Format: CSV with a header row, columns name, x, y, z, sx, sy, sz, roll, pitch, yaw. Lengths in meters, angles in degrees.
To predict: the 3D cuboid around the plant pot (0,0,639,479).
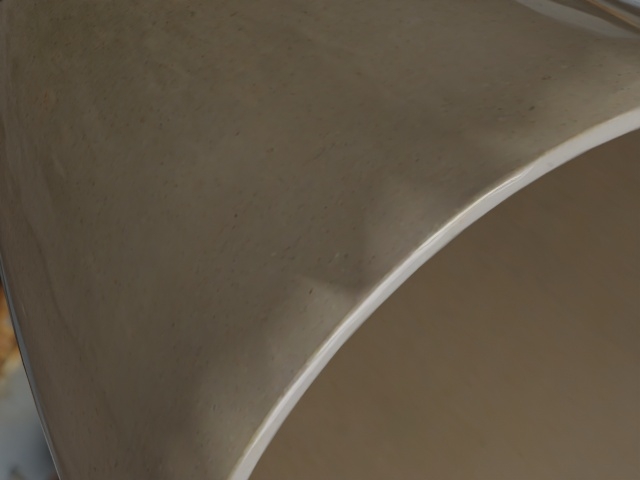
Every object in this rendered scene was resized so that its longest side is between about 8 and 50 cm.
name,x,y,z,sx,sy,sz,roll,pitch,yaw
plant pot,0.000,0.000,0.567,0.256,0.274,0.256,-22,133,-25
